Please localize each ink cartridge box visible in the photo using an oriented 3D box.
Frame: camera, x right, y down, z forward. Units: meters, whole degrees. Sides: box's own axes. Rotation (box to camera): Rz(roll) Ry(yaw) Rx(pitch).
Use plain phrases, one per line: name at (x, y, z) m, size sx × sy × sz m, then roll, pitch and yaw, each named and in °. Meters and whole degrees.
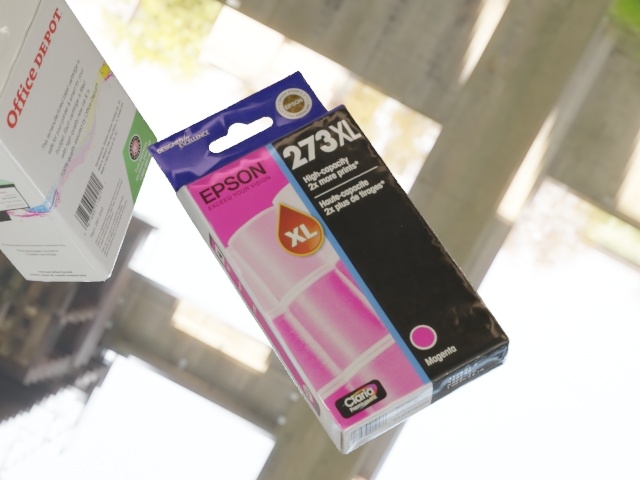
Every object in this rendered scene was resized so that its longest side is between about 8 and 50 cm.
ink cartridge box at (0.000, 0.000, 1.593) m, size 0.371 × 0.175 × 0.069 m, roll 55°, pitch 165°, yaw 26°
ink cartridge box at (-0.304, -0.114, 1.864) m, size 0.117 × 0.201 × 0.278 m, roll 0°, pitch 145°, yaw 25°
